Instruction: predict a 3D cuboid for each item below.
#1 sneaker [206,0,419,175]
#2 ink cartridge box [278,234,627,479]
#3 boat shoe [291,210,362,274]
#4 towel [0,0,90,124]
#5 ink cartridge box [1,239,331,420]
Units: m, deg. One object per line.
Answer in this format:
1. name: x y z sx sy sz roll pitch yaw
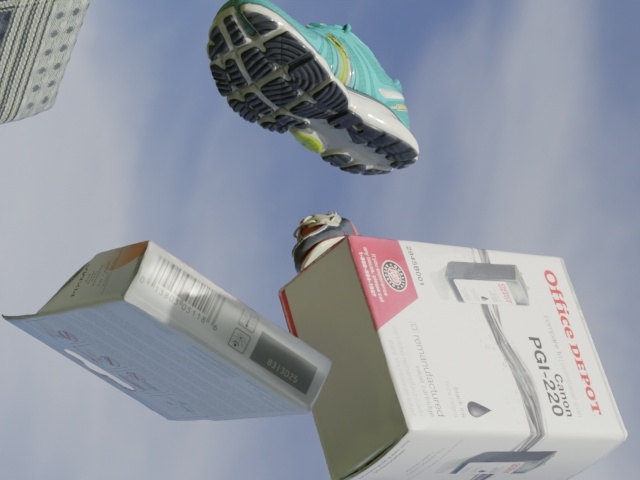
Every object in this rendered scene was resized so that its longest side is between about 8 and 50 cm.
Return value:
1. sneaker: -0.009 -0.152 1.750 0.107 0.275 0.110 -18 -122 28
2. ink cartridge box: 0.097 0.090 1.376 0.092 0.218 0.158 -40 -124 39
3. boat shoe: 0.000 0.000 1.517 0.049 0.043 0.137 -44 172 14
4. towel: -0.259 -0.198 1.339 0.056 0.312 0.324 41 -55 21
5. ink cartridge box: -0.098 0.061 1.190 0.179 0.145 0.045 -8 -128 58
